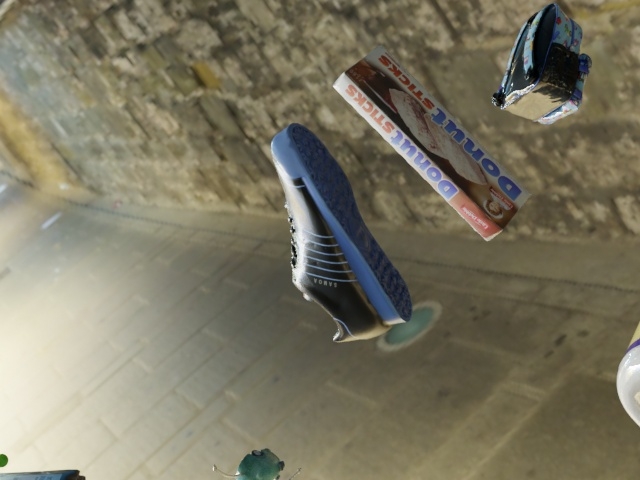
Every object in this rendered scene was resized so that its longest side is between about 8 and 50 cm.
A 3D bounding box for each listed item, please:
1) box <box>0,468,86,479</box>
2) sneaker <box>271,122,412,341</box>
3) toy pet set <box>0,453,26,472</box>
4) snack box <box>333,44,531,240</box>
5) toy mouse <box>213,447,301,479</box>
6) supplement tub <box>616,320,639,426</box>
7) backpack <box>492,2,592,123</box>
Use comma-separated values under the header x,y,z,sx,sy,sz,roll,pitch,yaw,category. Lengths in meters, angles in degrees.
x,y,z,sx,sy,sz,roll,pitch,yaw,category
-0.197,0.345,0.573,0.097,0.318,0.395,-2,7,-5,box
0.000,0.000,1.010,0.090,0.232,0.081,-25,11,25,sneaker
-0.407,0.269,1.116,0.114,0.122,0.065,-50,6,-26,toy pet set
0.092,-0.081,0.827,0.064,0.178,0.022,-44,-2,-45,snack box
-0.078,0.269,1.041,0.031,0.143,0.161,28,63,33,toy mouse
0.561,0.110,1.348,0.241,0.241,0.331,-13,37,53,supplement tub
0.383,-0.301,1.704,0.158,0.117,0.173,145,143,-70,backpack
